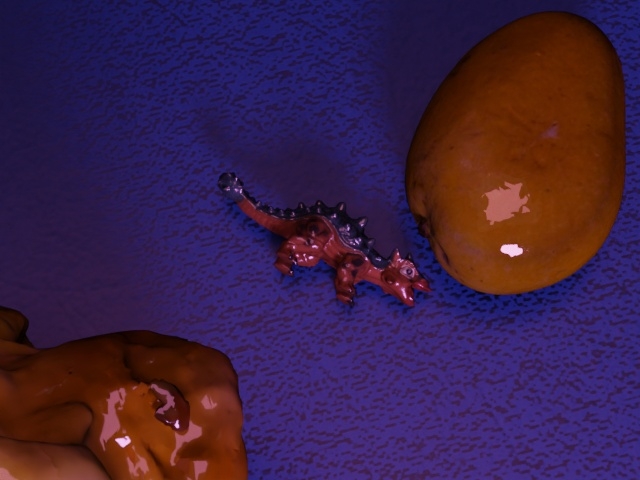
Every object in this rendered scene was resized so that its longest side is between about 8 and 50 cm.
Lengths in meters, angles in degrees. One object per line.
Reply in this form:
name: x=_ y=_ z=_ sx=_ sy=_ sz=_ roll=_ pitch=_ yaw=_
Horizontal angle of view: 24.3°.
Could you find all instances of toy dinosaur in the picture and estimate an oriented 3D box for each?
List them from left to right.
toy dinosaur: x=0.000 y=0.000 z=0.942 sx=0.154 sy=0.049 sz=0.055 roll=30 pitch=79 yaw=4

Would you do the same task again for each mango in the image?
mango: x=0.130 y=-0.057 z=0.936 sx=0.137 sy=0.098 sz=0.195 roll=25 pitch=68 yaw=11

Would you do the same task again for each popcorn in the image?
popcorn: x=-0.168 y=0.141 z=0.779 sx=0.316 sy=0.297 sz=0.281 roll=-25 pitch=74 yaw=25
